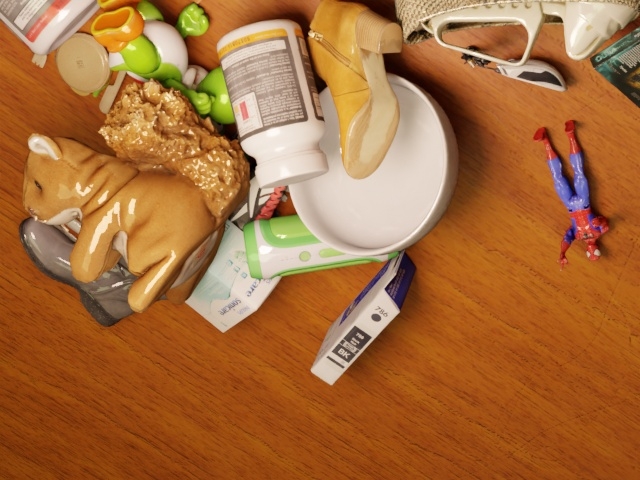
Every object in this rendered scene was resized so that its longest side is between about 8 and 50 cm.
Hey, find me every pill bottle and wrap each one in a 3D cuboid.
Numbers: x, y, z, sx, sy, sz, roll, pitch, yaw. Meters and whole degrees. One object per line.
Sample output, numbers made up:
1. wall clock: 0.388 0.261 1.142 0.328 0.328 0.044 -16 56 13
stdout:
1. pill bottle: -0.081 -0.243 1.802 0.162 0.162 0.278 -15 87 26
2. pill bottle: -0.576 -0.539 1.844 0.363 0.210 0.210 46 124 -12

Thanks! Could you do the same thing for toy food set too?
1. toy food set: -0.482 -0.360 2.037 0.192 0.038 0.132 36 118 1

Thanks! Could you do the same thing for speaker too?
1. speaker: 0.000 0.000 1.984 0.296 0.131 0.131 -9 120 -2

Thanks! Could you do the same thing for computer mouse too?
1. computer mouse: 0.347 -0.306 1.759 0.193 0.106 0.042 14 102 -4

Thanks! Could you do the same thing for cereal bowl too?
1. cereal bowl: 0.111 -0.135 1.858 0.339 0.141 0.339 -3 83 31

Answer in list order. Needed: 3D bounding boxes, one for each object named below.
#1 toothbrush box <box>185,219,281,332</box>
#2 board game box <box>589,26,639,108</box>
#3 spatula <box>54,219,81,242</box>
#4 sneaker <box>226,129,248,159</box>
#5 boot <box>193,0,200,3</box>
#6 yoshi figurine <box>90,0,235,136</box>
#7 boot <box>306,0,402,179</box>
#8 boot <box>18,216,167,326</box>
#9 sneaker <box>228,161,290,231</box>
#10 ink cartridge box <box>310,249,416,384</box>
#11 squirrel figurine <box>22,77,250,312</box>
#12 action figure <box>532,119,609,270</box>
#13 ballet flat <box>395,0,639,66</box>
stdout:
1. toothbrush box: -0.249 0.039 2.102 0.295 0.126 0.216 40 150 -7
2. board game box: 0.547 -0.291 1.661 0.126 0.026 0.186 -32 144 30
3. spatula: -0.502 0.006 2.280 0.242 0.019 0.168 38 124 -7
4. sneaker: -0.212 -0.161 1.977 0.098 0.083 0.224 32 85 16
5. boot: -0.222 -0.540 1.817 0.152 0.073 0.197 40 124 -18
6. yoshi figurine: -0.248 -0.331 1.864 0.203 0.203 0.362 35 171 45
7. boot: 0.046 -0.276 1.786 0.211 0.104 0.295 32 118 49
8. boot: -0.486 0.033 2.230 0.222 0.118 0.338 -26 124 26
9. sneaker: -0.124 -0.117 2.023 0.135 0.098 0.276 28 127 -2
10. ink cartridge box: 0.105 0.144 2.068 0.065 0.165 0.333 34 127 -4
11. squirrel figurine: -0.348 -0.110 1.838 0.370 0.281 0.397 36 102 7
12. action figure: 0.465 -0.063 1.836 0.091 0.139 0.280 -13 118 27
13. ballet flat: 0.355 -0.375 1.646 0.482 0.164 0.182 2 83 20
